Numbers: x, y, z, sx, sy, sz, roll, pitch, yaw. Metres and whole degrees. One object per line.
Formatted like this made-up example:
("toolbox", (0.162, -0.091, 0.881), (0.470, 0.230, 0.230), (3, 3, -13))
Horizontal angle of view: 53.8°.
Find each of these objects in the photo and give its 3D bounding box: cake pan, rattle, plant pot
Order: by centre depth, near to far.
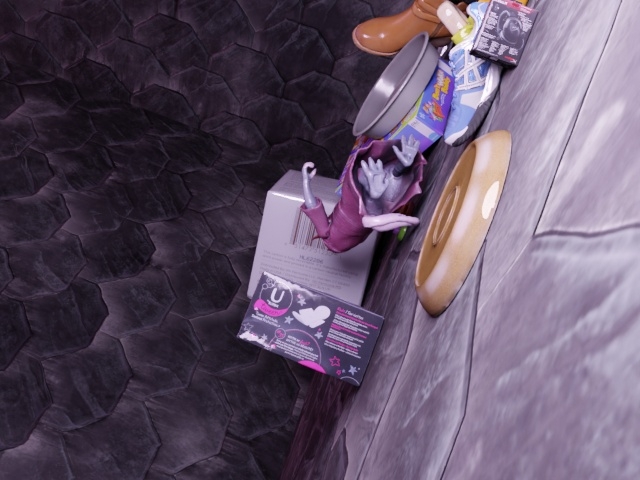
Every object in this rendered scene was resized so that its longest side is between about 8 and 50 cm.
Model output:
("plant pot", (0.161, -0.025, 0.753), (0.236, 0.032, 0.236), (20, -90, -88))
("rattle", (0.276, -0.361, 1.023), (0.200, 0.130, 0.142), (-8, -45, -58))
("cake pan", (0.182, -0.361, 1.515), (0.293, 0.054, 0.293), (-52, 15, 20))

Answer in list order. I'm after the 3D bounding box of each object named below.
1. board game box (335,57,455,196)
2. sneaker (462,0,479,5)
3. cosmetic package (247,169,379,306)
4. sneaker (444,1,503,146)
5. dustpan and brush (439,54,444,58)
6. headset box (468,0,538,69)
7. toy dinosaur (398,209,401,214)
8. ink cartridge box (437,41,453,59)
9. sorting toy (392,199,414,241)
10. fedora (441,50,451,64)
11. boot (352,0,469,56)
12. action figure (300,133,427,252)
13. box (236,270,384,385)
("board game box", (0.186, -0.262, 1.566), (0.347, 0.078, 0.233), (-41, 22, 50))
("sneaker", (0.337, -0.540, 1.181), (0.130, 0.109, 0.286), (-63, 7, -13))
("cosmetic package", (0.000, 0.000, 1.916), (0.393, 0.329, 0.327), (-64, -13, -73))
("sneaker", (0.219, -0.240, 0.916), (0.080, 0.081, 0.211), (-72, 0, -73))
("dustpan and brush", (0.334, -0.531, 1.991), (0.147, 0.060, 0.211), (-55, 22, 23))
("headset box", (0.240, -0.276, 0.827), (0.032, 0.062, 0.083), (-64, -6, -87))
("toy dinosaur", (0.235, -0.209, 1.648), (0.118, 0.064, 0.268), (-79, 4, -55))
("ink cartridge box", (0.405, -0.595, 2.118), (0.179, 0.045, 0.145), (-28, -41, -73))
("sorting toy", (0.176, -0.047, 1.417), (0.061, 0.042, 0.102), (109, -178, -64))
("fedora", (0.283, -0.426, 1.787), (0.243, 0.124, 0.275), (108, -177, -54))
("boot", (0.231, -0.544, 1.543), (0.220, 0.283, 0.109), (127, 144, -78))
("action figure", (0.096, -0.057, 1.368), (0.370, 0.248, 0.275), (-53, 44, 49))
("box", (-0.018, 0.168, 1.244), (0.163, 0.247, 0.142), (102, -170, -84))
